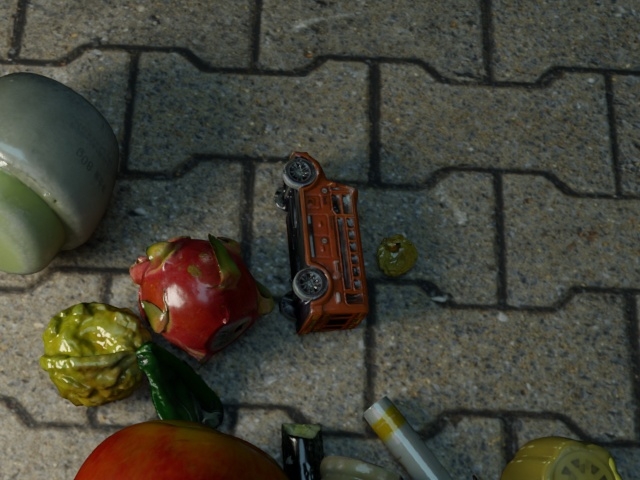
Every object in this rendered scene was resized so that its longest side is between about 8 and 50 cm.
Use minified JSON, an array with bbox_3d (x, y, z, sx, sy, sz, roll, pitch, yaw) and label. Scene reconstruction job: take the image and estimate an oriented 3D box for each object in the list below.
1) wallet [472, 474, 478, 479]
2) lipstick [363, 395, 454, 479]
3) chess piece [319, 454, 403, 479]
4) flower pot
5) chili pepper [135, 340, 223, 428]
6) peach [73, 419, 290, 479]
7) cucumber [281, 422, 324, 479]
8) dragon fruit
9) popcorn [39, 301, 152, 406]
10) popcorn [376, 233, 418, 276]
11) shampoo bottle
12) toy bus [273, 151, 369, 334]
[{"bbox_3d":[0.204,0.582,1.459,0.275,0.068,0.335,-22,75,9],"label":"wallet"},{"bbox_3d":[0.176,0.392,1.564,0.059,0.059,0.264,-35,75,-15],"label":"lipstick"},{"bbox_3d":[0.041,0.489,1.437,0.143,0.142,0.260,14,62,3],"label":"chess piece"},{"bbox_3d":[0.414,0.416,1.501,0.195,0.179,0.195,1,70,-2],"label":"flower pot"},{"bbox_3d":[-0.253,0.259,1.553,0.108,0.062,0.216,-45,120,-21],"label":"chili pepper"},{"bbox_3d":[-0.210,0.465,1.360,0.388,0.388,0.388,1,68,-2],"label":"peach"},{"bbox_3d":[-0.025,0.430,1.533,0.075,0.074,0.241,-3,71,-4],"label":"cucumber"},{"bbox_3d":[-0.217,0.092,1.593,0.224,0.224,0.227,-29,70,-13],"label":"dragon fruit"},{"bbox_3d":[-0.390,0.202,1.568,0.198,0.155,0.197,-4,52,5],"label":"popcorn"},{"bbox_3d":[0.144,0.022,1.700,0.084,0.084,0.084,1,68,-2],"label":"popcorn"},{"bbox_3d":[-0.528,-0.124,1.595,0.323,0.322,0.317,26,63,7],"label":"shampoo bottle"},{"bbox_3d":[0.000,0.000,1.673,0.153,0.143,0.329,-1,67,-14],"label":"toy bus"}]
